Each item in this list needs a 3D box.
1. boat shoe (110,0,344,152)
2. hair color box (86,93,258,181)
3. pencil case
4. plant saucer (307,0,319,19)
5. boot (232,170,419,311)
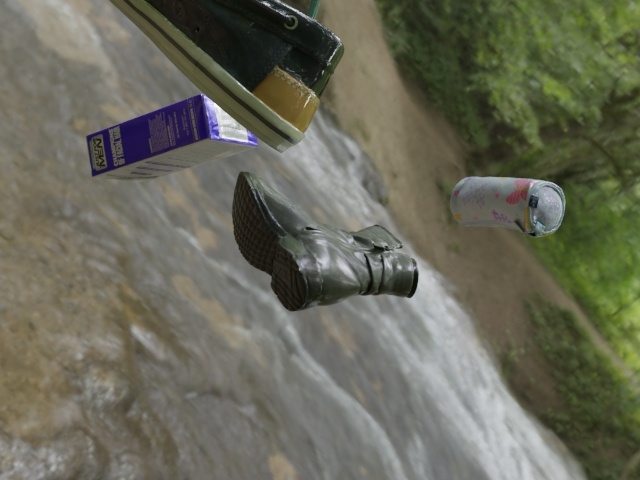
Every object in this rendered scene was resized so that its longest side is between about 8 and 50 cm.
[{"bbox_3d":[-0.157,-0.306,0.979,0.500,0.156,0.187,45,10,27],"label":"boat shoe"},{"bbox_3d":[-0.333,-0.222,1.801,0.185,0.339,0.110,-1,78,-61],"label":"hair color box"},{"bbox_3d":[0.412,-0.078,1.797,0.114,0.124,0.273,14,0,-32],"label":"pencil case"},{"bbox_3d":[-0.028,-0.372,1.482,0.018,0.192,0.067,16,4,-4],"label":"plant saucer"},{"bbox_3d":[0.000,0.000,0.954,0.161,0.083,0.246,-4,35,-28],"label":"boot"}]
